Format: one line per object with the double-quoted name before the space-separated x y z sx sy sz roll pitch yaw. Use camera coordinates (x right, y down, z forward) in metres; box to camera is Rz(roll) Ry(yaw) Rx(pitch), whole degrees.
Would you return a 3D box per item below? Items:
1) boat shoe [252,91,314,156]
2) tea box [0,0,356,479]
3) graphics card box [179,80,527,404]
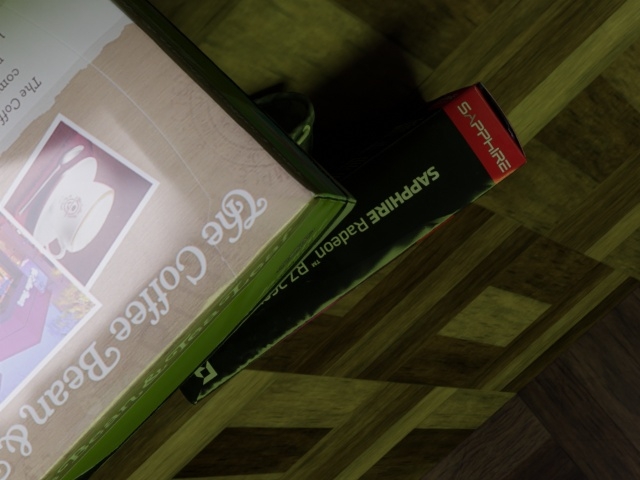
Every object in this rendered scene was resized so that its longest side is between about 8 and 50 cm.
"boat shoe" -0.118 -0.041 1.055 0.306 0.113 0.105 -24 147 -35
"tea box" -0.172 0.018 0.803 0.329 0.220 0.323 -46 178 4
"graphics card box" 0.000 0.000 1.216 0.371 0.094 0.233 -35 -175 -6
